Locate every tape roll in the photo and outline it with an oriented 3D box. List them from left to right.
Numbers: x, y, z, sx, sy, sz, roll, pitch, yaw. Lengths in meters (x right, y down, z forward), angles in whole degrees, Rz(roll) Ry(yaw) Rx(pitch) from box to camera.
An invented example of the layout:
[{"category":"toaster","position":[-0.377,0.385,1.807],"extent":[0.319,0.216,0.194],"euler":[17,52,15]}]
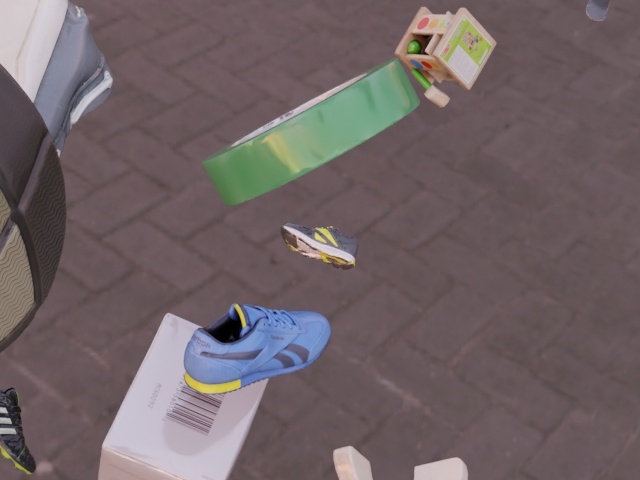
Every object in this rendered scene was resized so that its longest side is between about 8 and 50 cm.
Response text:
[{"category":"tape roll","position":[-0.014,-0.157,1.770],"extent":[0.321,0.321,0.077],"euler":[-37,101,-46]}]

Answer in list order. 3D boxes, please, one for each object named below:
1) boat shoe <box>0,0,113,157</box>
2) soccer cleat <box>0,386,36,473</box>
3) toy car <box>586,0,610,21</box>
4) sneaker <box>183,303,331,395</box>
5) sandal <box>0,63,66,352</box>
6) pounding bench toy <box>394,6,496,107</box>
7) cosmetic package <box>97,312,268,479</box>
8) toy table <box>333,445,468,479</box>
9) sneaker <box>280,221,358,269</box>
[{"category":"boat shoe","position":[-0.198,-0.018,0.733],"extent":[0.116,0.099,0.319],"euler":[-9,52,29]},{"category":"soccer cleat","position":[-0.458,0.259,1.778],"extent":[0.072,0.179,0.060],"euler":[-37,11,-15]},{"category":"toy car","position":[0.386,-0.356,1.493],"extent":[0.155,0.188,0.149],"euler":[10,1,8]},{"category":"sneaker","position":[-0.061,0.105,1.366],"extent":[0.209,0.082,0.069],"euler":[-16,36,-42]},{"category":"sandal","position":[-0.225,-0.073,0.575],"extent":[0.086,0.303,0.120],"euler":[0,38,49]},{"category":"pounding bench toy","position":[0.101,-0.160,1.093],"extent":[0.052,0.083,0.065],"euler":[39,-14,-35]},{"category":"cosmetic package","position":[-0.184,0.270,1.585],"extent":[0.155,0.365,0.197],"euler":[23,59,-1]},{"category":"toy table","position":[0.084,0.398,1.662],"extent":[0.252,0.274,0.161],"euler":[-9,56,9]},{"category":"sneaker","position":[0.000,0.000,1.237],"extent":[0.083,0.031,0.035],"euler":[26,59,0]}]
